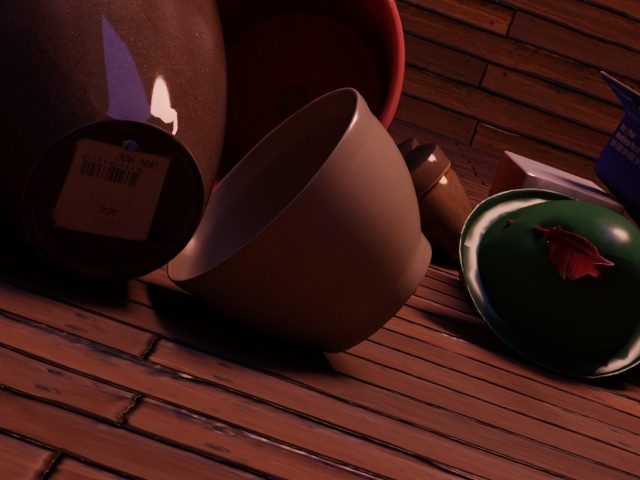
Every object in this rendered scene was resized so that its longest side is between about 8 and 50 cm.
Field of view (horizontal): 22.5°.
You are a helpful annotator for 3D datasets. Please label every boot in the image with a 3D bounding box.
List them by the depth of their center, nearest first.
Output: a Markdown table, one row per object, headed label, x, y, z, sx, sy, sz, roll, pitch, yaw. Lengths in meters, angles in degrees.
| label | x | y | z | sx | sy | sz | roll | pitch | yaw |
| --- | --- | --- | --- | --- | --- | --- | --- | --- | --- |
| boot | 0.094 | -0.036 | 1.681 | 0.115 | 0.112 | 0.305 | 49 | -2 | -11 |

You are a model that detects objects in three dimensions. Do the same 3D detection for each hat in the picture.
| label | x | y | z | sx | sy | sz | roll | pitch | yaw |
| --- | --- | --- | --- | --- | --- | --- | --- | --- | --- |
| hat | 0.215 | -0.010 | 1.198 | 0.172 | 0.184 | 0.209 | 1 | 53 | -19 |

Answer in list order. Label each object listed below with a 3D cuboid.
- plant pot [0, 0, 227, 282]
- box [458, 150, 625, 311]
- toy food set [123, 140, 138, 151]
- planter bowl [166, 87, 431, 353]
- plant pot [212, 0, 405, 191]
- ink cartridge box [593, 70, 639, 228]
| label | x | y | z | sx | sy | sz | roll | pitch | yaw |
| --- | --- | --- | --- | --- | --- | --- | --- | --- | --- |
| plant pot | -0.146 | -0.077 | 1.019 | 0.215 | 0.215 | 0.230 | 16 | 23 | -23 |
| box | 0.190 | 0.003 | 1.422 | 0.091 | 0.130 | 0.170 | 20 | 8 | -3 |
| toy food set | -0.206 | -0.110 | 1.304 | 0.232 | 0.111 | 0.104 | 19 | 8 | -20 |
| planter bowl | 0.000 | 0.000 | 0.998 | 0.109 | 0.162 | 0.162 | 44 | 1 | -18 |
| plant pot | -0.041 | -0.152 | 1.546 | 0.274 | 0.275 | 0.243 | 21 | -2 | 9 |
| ink cartridge box | 0.334 | 0.012 | 1.365 | 0.333 | 0.065 | 0.165 | 49 | 4 | -21 |
